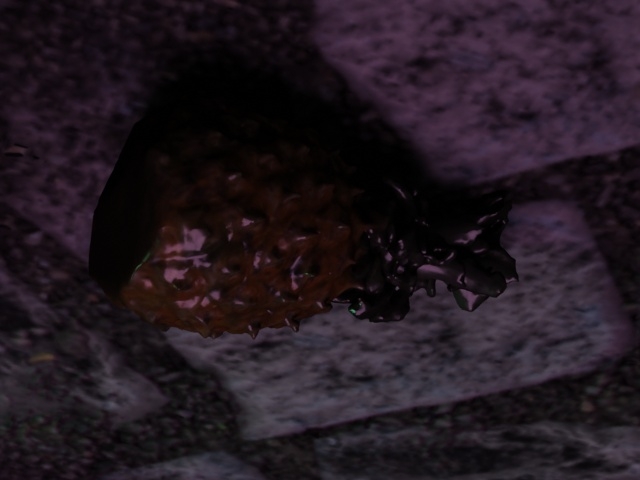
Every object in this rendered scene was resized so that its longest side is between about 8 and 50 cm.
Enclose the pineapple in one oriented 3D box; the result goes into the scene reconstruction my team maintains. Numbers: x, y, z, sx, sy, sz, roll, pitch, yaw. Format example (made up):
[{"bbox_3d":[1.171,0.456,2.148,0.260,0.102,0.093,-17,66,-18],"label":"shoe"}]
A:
[{"bbox_3d":[0.000,0.000,0.763,0.198,0.108,0.108,10,141,-27],"label":"pineapple"}]
